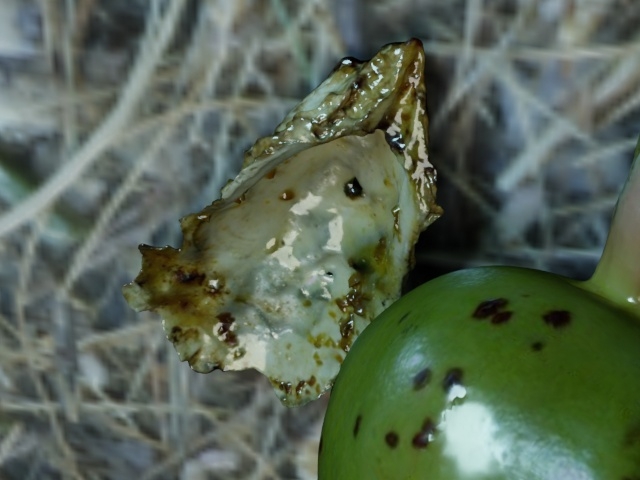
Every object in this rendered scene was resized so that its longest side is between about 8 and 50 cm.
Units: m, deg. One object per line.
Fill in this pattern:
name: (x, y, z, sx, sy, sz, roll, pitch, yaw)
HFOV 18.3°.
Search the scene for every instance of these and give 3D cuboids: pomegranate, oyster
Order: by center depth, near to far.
pomegranate: (0.074, 0.048, 0.555, 0.129, 0.159, 0.129, 37, 165, 11)
oyster: (0.000, -0.001, 0.582, 0.132, 0.029, 0.086, -32, 119, 30)
